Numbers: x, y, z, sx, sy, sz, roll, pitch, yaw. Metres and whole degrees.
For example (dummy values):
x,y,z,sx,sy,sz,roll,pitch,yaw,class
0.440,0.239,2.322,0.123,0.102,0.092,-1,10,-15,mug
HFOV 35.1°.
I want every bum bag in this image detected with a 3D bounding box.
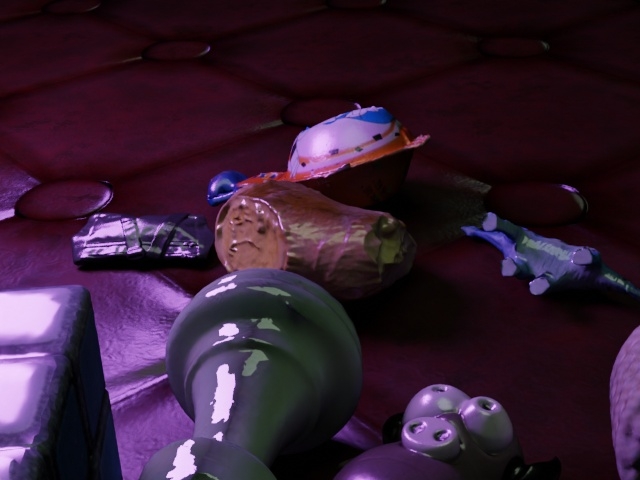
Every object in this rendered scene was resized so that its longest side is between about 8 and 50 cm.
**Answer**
x,y,z,sx,sy,sz,roll,pitch,yaw,class
-0.239,0.000,1.372,0.198,0.049,0.087,-1,53,4,bum bag

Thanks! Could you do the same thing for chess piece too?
x,y,z,sx,sy,sz,roll,pitch,yaw,class
-0.072,0.171,0.879,0.195,0.194,0.299,2,27,9,chess piece

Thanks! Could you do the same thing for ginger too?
x,y,z,sx,sy,sz,roll,pitch,yaw,class
0.000,0.000,1.271,0.221,0.130,0.276,-6,26,-28,ginger

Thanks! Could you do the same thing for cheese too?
x,y,z,sx,sy,sz,roll,pitch,yaw,class
-0.003,-0.102,1.447,0.329,0.129,0.217,-13,10,19,cheese

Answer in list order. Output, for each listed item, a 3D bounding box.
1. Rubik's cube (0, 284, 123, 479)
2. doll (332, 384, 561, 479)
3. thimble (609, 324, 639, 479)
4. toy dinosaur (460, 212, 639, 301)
x,y,z,sx,sy,sz,roll,pitch,yaw,class
-0.302,0.234,0.690,0.304,0.301,0.305,-5,30,-3,Rubik's cube
0.086,0.217,0.873,0.182,0.117,0.257,14,36,39,doll
0.358,0.147,0.865,0.219,0.219,0.150,3,29,11,thimble
0.275,0.028,1.233,0.329,0.076,0.144,21,5,38,toy dinosaur
